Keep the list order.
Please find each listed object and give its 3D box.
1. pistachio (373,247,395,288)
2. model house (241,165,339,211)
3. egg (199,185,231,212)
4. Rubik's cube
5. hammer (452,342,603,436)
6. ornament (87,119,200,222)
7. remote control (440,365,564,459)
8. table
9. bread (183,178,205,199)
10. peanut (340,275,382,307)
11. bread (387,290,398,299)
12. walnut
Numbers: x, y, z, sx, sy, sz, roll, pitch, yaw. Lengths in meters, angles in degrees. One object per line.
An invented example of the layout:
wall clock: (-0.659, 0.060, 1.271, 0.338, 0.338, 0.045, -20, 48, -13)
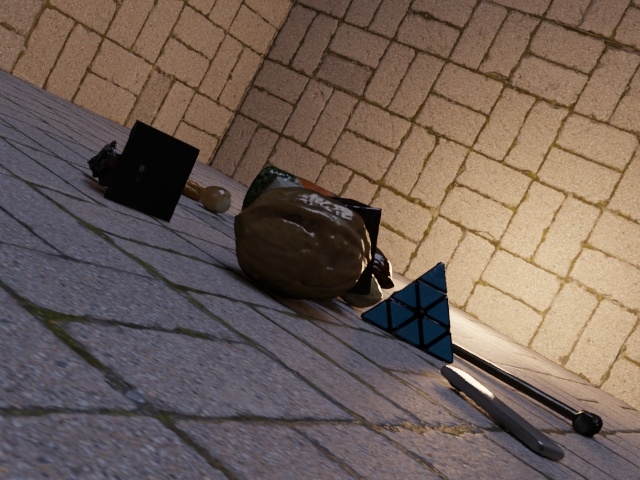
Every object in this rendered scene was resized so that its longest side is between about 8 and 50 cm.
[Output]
pistachio: (0.121, 0.064, 2.311, 0.210, 0.130, 0.165, 37, 2, 16)
model house: (-0.055, -0.045, 2.327, 0.272, 0.190, 0.301, 23, 16, -29)
egg: (-0.278, -0.109, 2.204, 0.083, 0.071, 0.071, 16, 2, 8)
Rubik's cube: (0.218, 0.195, 1.745, 0.178, 0.211, 0.190, 53, -12, 23)
hammer: (0.437, 0.314, 1.818, 0.365, 0.043, 0.111, 29, 4, 32)
ornament: (-0.373, -0.148, 1.586, 0.196, 0.153, 0.166, 19, -5, 43)
remote control: (0.283, 0.275, 1.341, 0.067, 0.029, 0.261, 26, 6, -34)
table: (0.000, 0.000, 1.635, 0.173, 0.169, 0.193, 6, 8, -14)
bread: (-0.354, -0.142, 2.296, 0.083, 0.044, 0.111, 30, 2, 17)
peanut: (0.039, 0.075, 1.805, 0.214, 0.090, 0.099, 28, 11, 14)
bread: (0.212, 0.166, 2.187, 0.081, 0.046, 0.083, 32, -1, -30)
walnut: (-0.033, 0.006, 1.426, 0.245, 0.198, 0.198, 21, 4, -8)
